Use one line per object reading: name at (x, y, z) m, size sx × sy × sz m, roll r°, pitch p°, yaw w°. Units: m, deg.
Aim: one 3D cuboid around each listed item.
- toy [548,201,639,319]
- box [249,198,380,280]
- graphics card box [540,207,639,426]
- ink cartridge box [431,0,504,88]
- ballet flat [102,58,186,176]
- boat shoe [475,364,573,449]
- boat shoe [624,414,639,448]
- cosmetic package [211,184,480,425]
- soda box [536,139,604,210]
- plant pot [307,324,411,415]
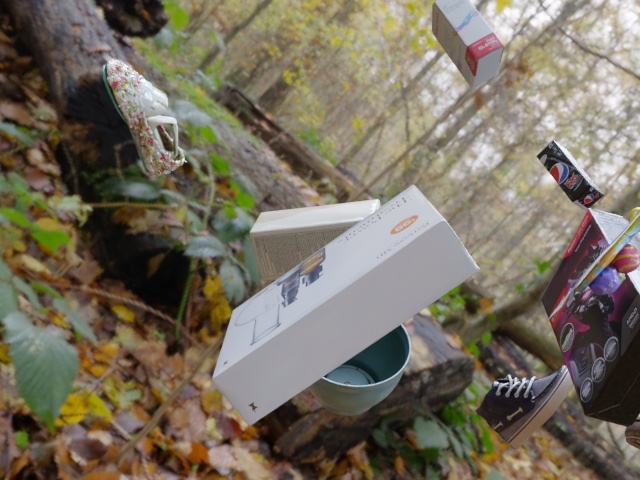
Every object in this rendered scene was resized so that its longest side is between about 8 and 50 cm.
toy at (0.449, 0.029, 1.100) m, size 0.056 × 0.237 × 0.137 m, roll 37°, pitch -21°, yaw 17°
box at (0.000, 0.000, 1.798) m, size 0.121 × 0.311 × 0.148 m, roll -69°, pitch 151°, yaw -60°
graphics card box at (0.523, 0.126, 1.329) m, size 0.094 × 0.232 × 0.371 m, roll 16°, pitch 30°, yaw -6°
ink cartridge box at (0.323, -0.446, 1.613) m, size 0.175 × 0.072 × 0.127 m, roll 60°, pitch -1°, yaw 17°
ballet flat at (-0.275, -0.199, 1.174) m, size 0.241 × 0.077 × 0.091 m, roll 79°, pitch 3°, yaw -55°
boat shoe at (0.533, 0.405, 1.913) m, size 0.158 × 0.340 × 0.127 m, roll 38°, pitch 42°, yaw 17°
boat shoe at (0.707, 0.409, 1.436) m, size 0.117 × 0.096 × 0.324 m, roll 24°, pitch -15°, yaw -9°
cosmetic package at (0.028, 0.079, 1.084) m, size 0.097 × 0.377 × 0.284 m, roll 53°, pitch 7°, yaw -13°
soda box at (0.542, -0.143, 1.588) m, size 0.060 × 0.053 × 0.169 m, roll 24°, pitch 30°, yaw -35°
plant pot at (0.074, 0.325, 1.880) m, size 0.293 × 0.293 × 0.196 m, roll 45°, pitch -37°, yaw 39°
